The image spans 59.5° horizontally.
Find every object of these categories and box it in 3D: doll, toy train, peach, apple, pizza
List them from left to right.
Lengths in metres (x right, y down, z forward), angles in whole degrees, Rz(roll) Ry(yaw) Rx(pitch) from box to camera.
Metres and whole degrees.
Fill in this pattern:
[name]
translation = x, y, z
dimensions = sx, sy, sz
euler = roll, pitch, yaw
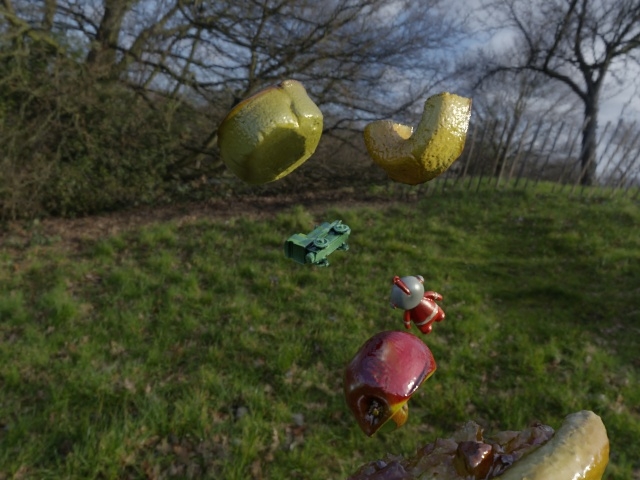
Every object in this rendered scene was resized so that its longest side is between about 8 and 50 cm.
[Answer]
[toy train]
translation = 0.000, 0.001, 1.635
dimensions = 0.132, 0.083, 0.200
euler = 20, 34, 29
[apple]
translation = 0.176, 0.479, 1.650
dimensions = 0.147, 0.163, 0.146
euler = -17, 36, 22
[peach]
translation = 0.160, 0.272, 1.215
dimensions = 0.267, 0.154, 0.159
euler = -26, 71, -45
[pizza]
translation = 0.080, 0.225, 0.481
dimensions = 0.335, 0.086, 0.226
euler = -25, -5, -4
[doll]
translation = 0.271, 0.177, 1.619
dimensions = 0.245, 0.142, 0.076
euler = 46, -2, -30

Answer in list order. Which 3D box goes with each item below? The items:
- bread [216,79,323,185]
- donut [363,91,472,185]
[bread]
translation = -0.120, -0.249, 1.319
dimensions = 0.148, 0.270, 0.270
euler = 53, 21, 15
[donut]
translation = 0.201, -0.201, 1.184
dimensions = 0.259, 0.152, 0.101
euler = -17, -24, 41
